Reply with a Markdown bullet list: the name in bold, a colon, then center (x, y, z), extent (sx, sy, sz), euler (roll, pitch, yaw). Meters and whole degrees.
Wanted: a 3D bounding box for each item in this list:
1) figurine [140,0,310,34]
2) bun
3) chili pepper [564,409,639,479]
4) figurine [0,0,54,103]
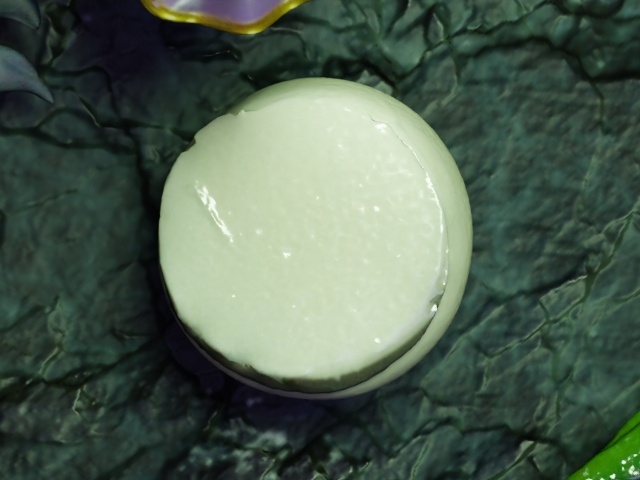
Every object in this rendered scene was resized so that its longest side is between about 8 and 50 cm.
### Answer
- **figurine**: center (-0.046, -0.183, 0.862), extent (0.142, 0.263, 0.189), euler (30, 97, -21)
- **bun**: center (0.000, 0.000, 1.000), extent (0.173, 0.120, 0.173), euler (0, 90, 8)
- **chili pepper**: center (0.238, 0.127, 1.120), extent (0.253, 0.083, 0.099), euler (-27, 119, -2)
- **figurine**: center (-0.242, -0.114, 0.889), extent (0.175, 0.197, 0.265), euler (27, 102, 17)
